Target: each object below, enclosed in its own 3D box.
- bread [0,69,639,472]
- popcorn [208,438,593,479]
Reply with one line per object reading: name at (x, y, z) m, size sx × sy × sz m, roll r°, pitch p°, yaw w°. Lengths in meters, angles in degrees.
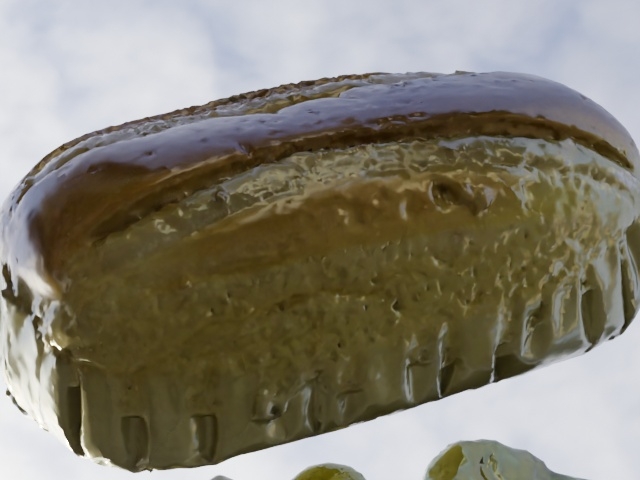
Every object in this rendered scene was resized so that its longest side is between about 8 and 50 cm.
bread at (0.000, 0.000, 0.518) m, size 0.236 × 0.140 × 0.106 m, roll -14°, pitch -70°, yaw -22°
popcorn at (0.041, 0.249, 0.600) m, size 0.312 × 0.312 × 0.312 m, roll 5°, pitch -75°, yaw 18°
